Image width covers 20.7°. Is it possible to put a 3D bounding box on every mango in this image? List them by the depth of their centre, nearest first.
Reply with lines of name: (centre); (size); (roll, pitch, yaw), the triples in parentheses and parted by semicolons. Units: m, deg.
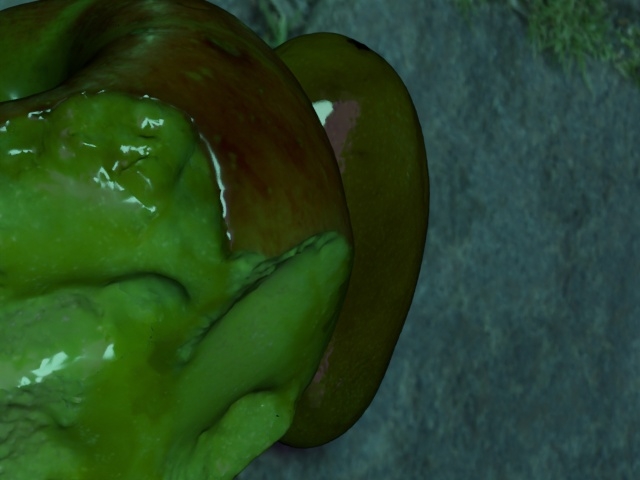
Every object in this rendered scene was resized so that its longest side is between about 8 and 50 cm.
mango: (0.000, 0.000, 0.963); (0.136, 0.099, 0.228); (-6, 101, -45)

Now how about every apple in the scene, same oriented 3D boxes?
apple: (-0.099, 0.014, 0.783); (0.246, 0.246, 0.226); (-40, 124, -34)
